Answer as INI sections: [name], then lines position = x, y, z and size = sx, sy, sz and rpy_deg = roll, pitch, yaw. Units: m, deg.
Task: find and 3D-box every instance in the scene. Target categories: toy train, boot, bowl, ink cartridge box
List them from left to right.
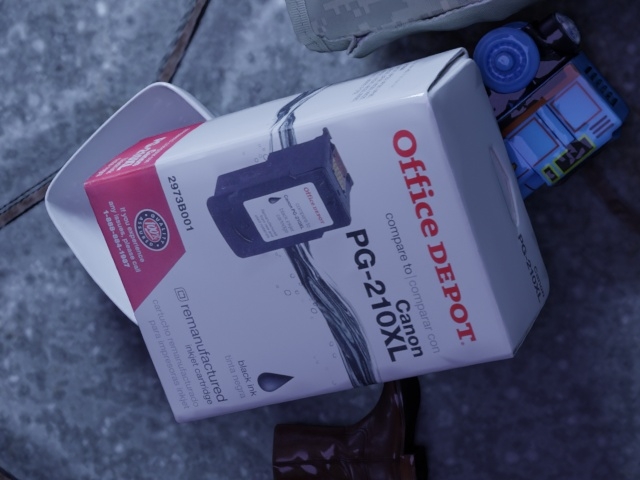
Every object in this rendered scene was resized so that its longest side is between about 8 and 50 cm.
[bowl]
position = -0.103, -0.023, 1.153
size = 0.142, 0.053, 0.142
rpy_deg = -43, 78, 17
[ink cartridge box]
position = 0.000, 0.000, 1.023
size = 0.237, 0.100, 0.172
rpy_deg = -14, 105, 24
[boot]
position = 0.012, 0.125, 1.133
size = 0.114, 0.037, 0.106
rpy_deg = -6, 89, 24
[toy train]
position = 0.107, -0.063, 1.065
size = 0.184, 0.080, 0.105
rpy_deg = -40, 88, 19

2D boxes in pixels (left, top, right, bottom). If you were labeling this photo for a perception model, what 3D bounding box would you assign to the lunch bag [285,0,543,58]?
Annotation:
[lunch bag]
position = 0.077, -0.268, 1.016
size = 0.235, 0.169, 0.287
rpy_deg = -12, 85, 20
